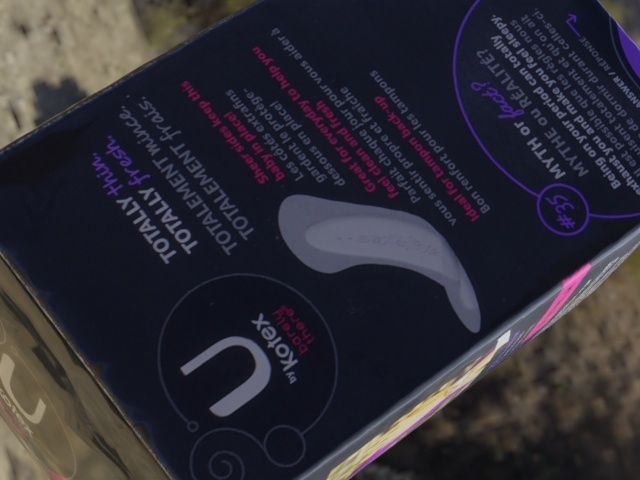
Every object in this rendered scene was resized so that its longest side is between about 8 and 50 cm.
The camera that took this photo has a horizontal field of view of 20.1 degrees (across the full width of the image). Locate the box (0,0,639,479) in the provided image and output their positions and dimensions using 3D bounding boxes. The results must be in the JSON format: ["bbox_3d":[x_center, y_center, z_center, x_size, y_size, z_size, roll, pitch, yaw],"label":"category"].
[{"bbox_3d":[0.000,0.000,0.734,0.165,0.270,0.143,52,-26,10],"label":"box"}]
